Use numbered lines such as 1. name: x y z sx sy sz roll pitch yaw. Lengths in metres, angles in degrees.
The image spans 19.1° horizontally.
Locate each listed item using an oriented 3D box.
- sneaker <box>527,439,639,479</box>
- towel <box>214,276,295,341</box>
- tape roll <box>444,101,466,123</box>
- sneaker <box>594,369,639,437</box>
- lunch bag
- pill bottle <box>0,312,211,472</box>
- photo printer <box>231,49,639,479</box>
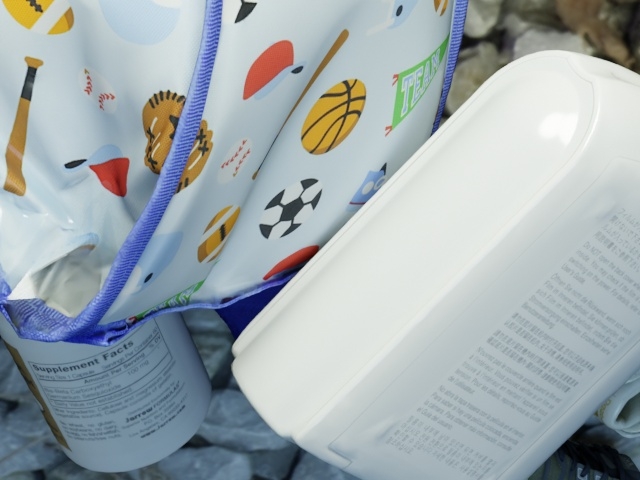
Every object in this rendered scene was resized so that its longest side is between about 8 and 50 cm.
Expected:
1. sneaker: 0.215 0.210 1.675 0.121 0.111 0.300 -31 133 -1
2. towel: 0.000 0.000 1.419 0.228 0.076 0.308 1 137 31
3. tape roll: 0.181 -0.042 1.406 0.189 0.189 0.080 -14 129 -2
4. sneaker: 0.185 0.083 1.518 0.292 0.169 0.108 -13 130 -1
5. lunch bag: -0.064 -0.150 1.102 0.239 0.328 0.385 12 106 29
6. pill bottle: -0.176 0.055 1.438 0.131 0.131 0.229 -18 128 2
7. photo printer: 0.123 0.029 1.213 0.307 0.107 0.256 -46 142 10
